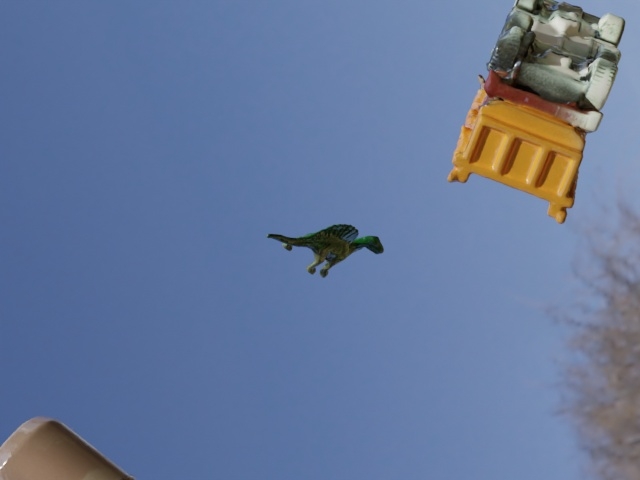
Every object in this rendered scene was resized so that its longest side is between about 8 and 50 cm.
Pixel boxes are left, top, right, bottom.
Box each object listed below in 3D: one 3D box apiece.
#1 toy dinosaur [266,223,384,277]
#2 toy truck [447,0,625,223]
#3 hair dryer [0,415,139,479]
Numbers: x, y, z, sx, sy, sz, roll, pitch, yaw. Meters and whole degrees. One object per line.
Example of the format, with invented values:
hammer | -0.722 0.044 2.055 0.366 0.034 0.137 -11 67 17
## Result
toy dinosaur | 0.000 0.000 1.409 0.120 0.060 0.029 22 -139 -41
toy truck | 0.184 -0.119 1.325 0.114 0.135 0.270 22 -155 4
hair dryer | -0.245 0.254 1.340 0.189 0.106 0.344 37 -169 10
